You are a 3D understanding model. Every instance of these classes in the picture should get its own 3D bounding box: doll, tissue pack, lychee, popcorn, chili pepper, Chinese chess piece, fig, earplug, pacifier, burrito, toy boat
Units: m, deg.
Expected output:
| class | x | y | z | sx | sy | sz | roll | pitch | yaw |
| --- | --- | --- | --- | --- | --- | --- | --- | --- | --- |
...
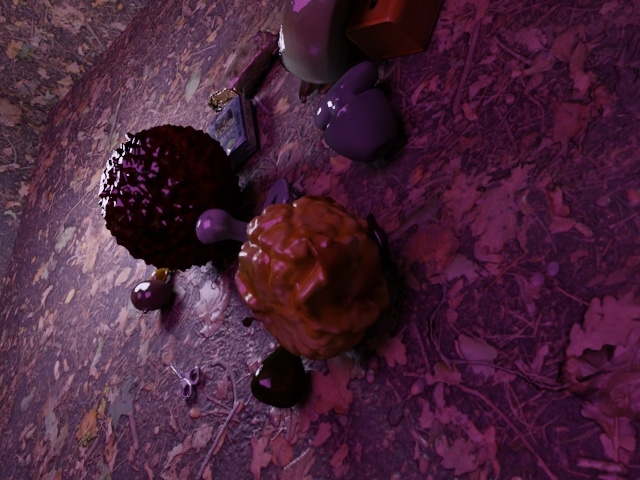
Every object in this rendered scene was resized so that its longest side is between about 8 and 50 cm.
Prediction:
| class | x | y | z | sx | sy | sz | roll | pitch | yaw |
| --- | --- | --- | --- | --- | --- | --- | --- | --- | --- |
| doll | -0.520 | 0.154 | 2.077 | 0.145 | 0.096 | 0.188 | 14 | 52 | 37 |
| tissue pack | -0.285 | -0.342 | 2.122 | 0.173 | 0.073 | 0.236 | -36 | 46 | 29 |
| lychee | -0.444 | -0.145 | 1.916 | 0.424 | 0.424 | 0.500 | -40 | 69 | 25 |
| popcorn | 0.006 | 0.061 | 1.380 | 0.381 | 0.349 | 0.349 | -33 | 26 | -30 |
| chili pepper | -0.095 | -0.130 | 1.810 | 0.117 | 0.035 | 0.056 | -2 | 79 | 38 |
| Chinese chess piece | 0.009 | -0.594 | 1.730 | 0.146 | 0.349 | 0.349 | 17 | 78 | 11 |
| tissue pack | 0.205 | -0.632 | 1.692 | 0.194 | 0.145 | 0.275 | 6 | 73 | 48 |
| fig | -0.083 | 0.293 | 1.476 | 0.117 | 0.117 | 0.178 | -20 | 38 | 41 |
| earplug | 0.088 | -0.319 | 1.623 | 0.214 | 0.175 | 0.326 | -47 | 30 | 24 |
| pacifier | -0.185 | -0.004 | 1.654 | 0.288 | 0.269 | 0.344 | 130 | 152 | -56 |
| burrito | -0.263 | -0.568 | 2.221 | 0.348 | 0.107 | 0.175 | -51 | 25 | 10 |
| toy boat | -0.036 | -0.494 | 1.919 | 0.071 | 0.089 | 0.185 | -6 | 79 | 7 |

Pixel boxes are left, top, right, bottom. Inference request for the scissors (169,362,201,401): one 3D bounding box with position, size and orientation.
| class | x | y | z | sx | sy | sz | roll | pitch | yaw |
| --- | --- | --- | --- | --- | --- | --- | --- | --- | --- |
| scissors | -0.388 | 0.379 | 1.838 | 0.189 | 0.015 | 0.100 | 20 | 86 | 53 |
